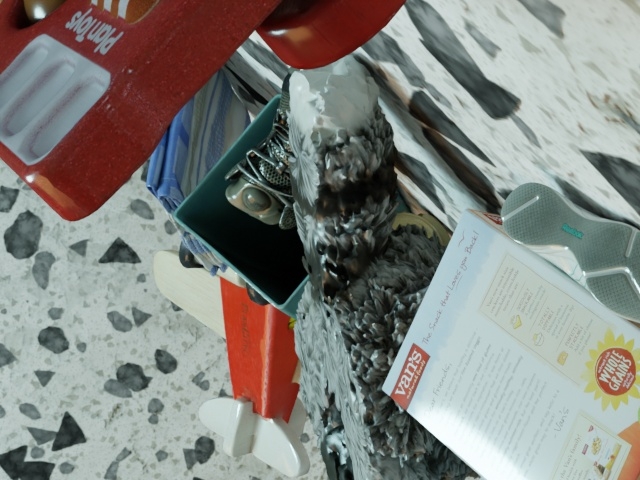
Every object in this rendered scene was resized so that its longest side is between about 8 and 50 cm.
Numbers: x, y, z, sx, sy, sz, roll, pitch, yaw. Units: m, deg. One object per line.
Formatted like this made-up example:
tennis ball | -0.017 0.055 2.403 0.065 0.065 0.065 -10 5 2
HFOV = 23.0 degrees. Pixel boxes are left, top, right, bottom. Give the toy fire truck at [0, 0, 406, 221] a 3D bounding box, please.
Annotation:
toy fire truck | -0.112 -0.145 0.902 0.169 0.254 0.302 47 173 -30

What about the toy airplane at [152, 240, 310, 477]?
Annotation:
toy airplane | -0.036 0.113 2.093 0.386 0.272 0.384 56 142 1

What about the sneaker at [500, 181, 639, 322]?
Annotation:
sneaker | 0.189 0.010 1.042 0.061 0.053 0.152 27 -170 -46

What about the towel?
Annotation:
towel | -0.124 -0.098 1.696 0.034 0.209 0.285 5 163 11

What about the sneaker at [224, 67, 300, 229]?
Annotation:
sneaker | -0.020 -0.076 1.375 0.087 0.130 0.227 41 171 6

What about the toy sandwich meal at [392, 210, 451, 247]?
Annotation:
toy sandwich meal | 0.083 0.009 1.512 0.085 0.085 0.029 43 -170 5

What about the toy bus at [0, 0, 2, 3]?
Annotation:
toy bus | -0.375 -0.347 1.756 0.108 0.130 0.332 42 173 13

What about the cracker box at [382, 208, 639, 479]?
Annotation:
cracker box | 0.161 0.098 1.101 0.067 0.155 0.232 9 -158 -43

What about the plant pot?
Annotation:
plant pot | 0.000 0.000 1.625 0.165 0.166 0.234 39 177 29

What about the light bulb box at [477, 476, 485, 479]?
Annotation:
light bulb box | 0.341 0.299 1.179 0.361 0.225 0.358 39 172 43

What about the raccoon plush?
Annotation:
raccoon plush | 0.148 0.053 1.306 0.216 0.299 0.446 -121 24 -52
